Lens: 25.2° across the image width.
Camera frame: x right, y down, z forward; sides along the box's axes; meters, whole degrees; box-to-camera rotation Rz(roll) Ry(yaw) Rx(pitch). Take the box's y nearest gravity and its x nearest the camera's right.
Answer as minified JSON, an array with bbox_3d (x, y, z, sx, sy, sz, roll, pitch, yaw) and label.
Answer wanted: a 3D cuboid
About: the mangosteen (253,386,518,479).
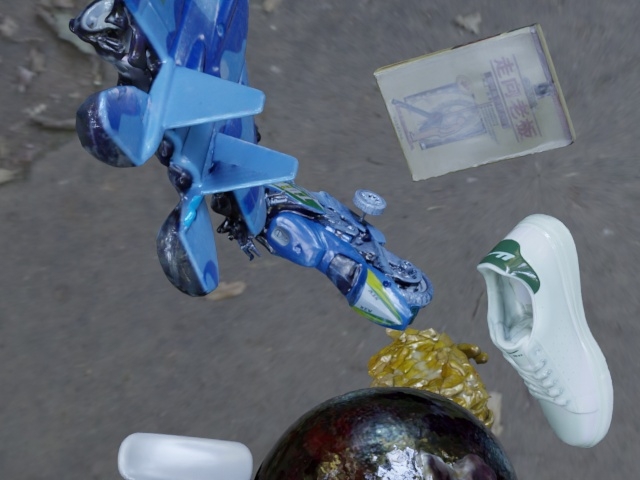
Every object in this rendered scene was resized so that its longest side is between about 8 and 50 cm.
[{"bbox_3d":[0.073,0.307,1.484,0.300,0.300,0.300,0,93,9],"label":"mangosteen"}]

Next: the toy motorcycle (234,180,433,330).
[{"bbox_3d":[0.000,0.000,1.412,0.254,0.135,0.092,36,118,18],"label":"toy motorcycle"}]

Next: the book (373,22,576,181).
[{"bbox_3d":[0.196,-0.171,1.828,0.231,0.026,0.161,-13,106,29],"label":"book"}]

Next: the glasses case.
[{"bbox_3d":[-0.164,0.271,1.748,0.164,0.041,0.063,6,75,-8],"label":"glasses case"}]

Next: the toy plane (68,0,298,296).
[{"bbox_3d":[-0.059,-0.103,0.639,0.078,0.169,0.246,-16,47,11],"label":"toy plane"}]

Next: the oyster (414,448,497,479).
[{"bbox_3d":[0.136,0.295,1.031,0.271,0.100,0.275,9,87,-33],"label":"oyster"}]

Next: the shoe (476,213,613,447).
[{"bbox_3d":[0.224,0.110,1.488,0.095,0.110,0.264,2,112,48],"label":"shoe"}]

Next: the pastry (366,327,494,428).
[{"bbox_3d":[0.142,0.180,1.841,0.154,0.250,0.102,-34,112,5],"label":"pastry"}]
